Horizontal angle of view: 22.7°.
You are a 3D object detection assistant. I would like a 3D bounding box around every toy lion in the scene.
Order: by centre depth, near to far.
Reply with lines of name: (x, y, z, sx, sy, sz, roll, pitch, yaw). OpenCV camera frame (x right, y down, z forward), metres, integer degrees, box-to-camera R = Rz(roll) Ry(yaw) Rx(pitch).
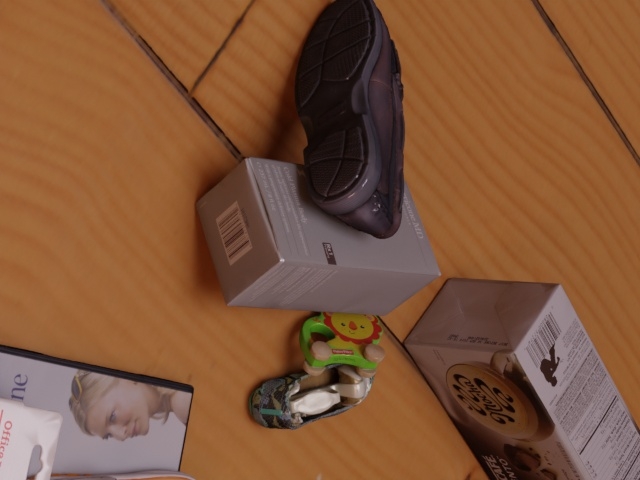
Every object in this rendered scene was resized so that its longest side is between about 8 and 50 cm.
toy lion: (0.022, 0.102, 1.722, 0.100, 0.096, 0.034, 4, 132, -24)

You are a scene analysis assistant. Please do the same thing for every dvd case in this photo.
dvd case: (-0.233, 0.205, 1.510, 0.253, 0.022, 0.180, 17, 79, -43)

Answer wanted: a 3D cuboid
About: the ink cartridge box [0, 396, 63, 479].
ink cartridge box: (-0.324, 0.178, 1.372, 0.181, 0.061, 0.104, 17, 80, -32)

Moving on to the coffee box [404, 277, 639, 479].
coffee box: (0.251, 0.191, 1.881, 0.119, 0.168, 0.297, -51, 125, -30)

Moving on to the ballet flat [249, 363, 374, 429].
ballet flat: (0.009, 0.165, 1.716, 0.188, 0.070, 0.070, -19, 104, -43)

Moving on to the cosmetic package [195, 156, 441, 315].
cosmetic package: (0.000, 0.000, 1.650, 0.238, 0.107, 0.127, 2, 59, -43)

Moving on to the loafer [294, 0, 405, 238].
loafer: (0.039, -0.128, 1.660, 0.095, 0.109, 0.302, 43, 35, -38)

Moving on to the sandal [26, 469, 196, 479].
sandal: (-0.194, 0.262, 1.479, 0.265, 0.076, 0.102, -6, 95, -44)
